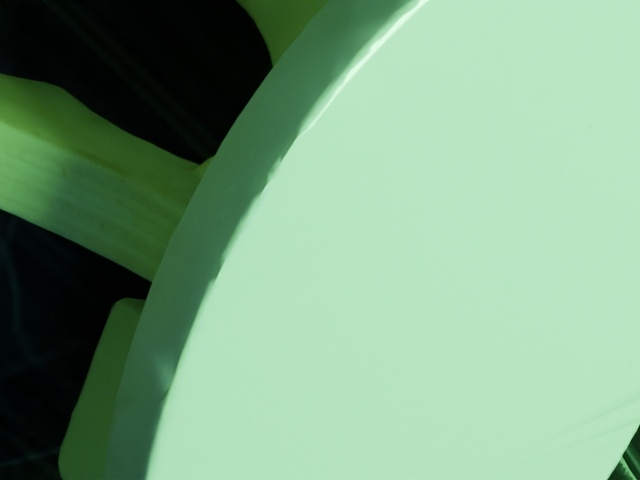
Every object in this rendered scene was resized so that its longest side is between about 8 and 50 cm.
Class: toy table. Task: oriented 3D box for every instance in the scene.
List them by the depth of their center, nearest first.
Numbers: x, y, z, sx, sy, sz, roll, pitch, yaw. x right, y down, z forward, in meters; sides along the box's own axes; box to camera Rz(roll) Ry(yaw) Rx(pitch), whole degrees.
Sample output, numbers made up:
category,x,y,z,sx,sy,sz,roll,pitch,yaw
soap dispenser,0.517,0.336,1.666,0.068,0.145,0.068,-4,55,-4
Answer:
category,x,y,z,sx,sy,sz,roll,pitch,yaw
toy table,0.000,0.000,0.615,0.252,0.161,0.274,24,102,-40

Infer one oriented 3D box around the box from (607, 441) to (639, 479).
category,x,y,z,sx,sy,sz,roll,pitch,yaw
box,-0.014,0.244,0.719,0.395,0.293,0.212,-31,128,4
